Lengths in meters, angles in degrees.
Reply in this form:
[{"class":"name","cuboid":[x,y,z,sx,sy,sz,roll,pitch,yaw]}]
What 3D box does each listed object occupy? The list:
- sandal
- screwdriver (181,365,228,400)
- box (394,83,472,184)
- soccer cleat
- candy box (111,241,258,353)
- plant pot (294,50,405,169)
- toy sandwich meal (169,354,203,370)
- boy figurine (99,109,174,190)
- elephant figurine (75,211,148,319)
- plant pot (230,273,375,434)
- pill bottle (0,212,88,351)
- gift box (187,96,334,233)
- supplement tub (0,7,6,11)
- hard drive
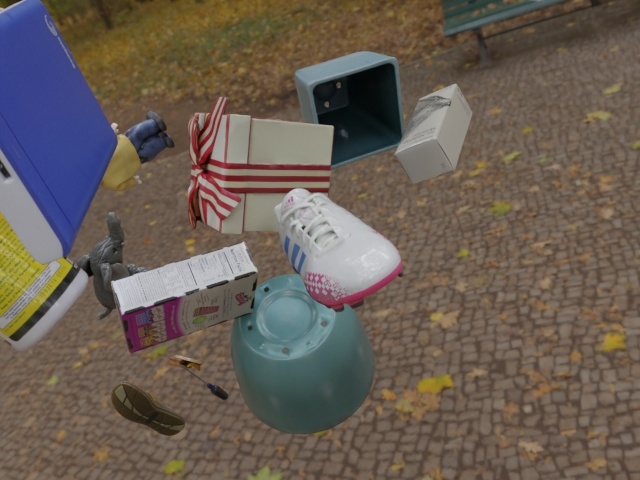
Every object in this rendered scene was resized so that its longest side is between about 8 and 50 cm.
[{"class":"sandal","cuboid":[-0.354,0.340,1.384,0.072,0.180,0.049,-42,31,11]},{"class":"screwdriver","cuboid":[-0.277,0.336,1.609,0.024,0.170,0.025,-42,35,0]},{"class":"box","cuboid":[0.267,-0.250,1.567,0.113,0.094,0.275,-19,27,32]},{"class":"soccer cleat","cuboid":[0.000,0.000,0.906,0.116,0.143,0.331,-33,12,-10]},{"class":"candy box","cuboid":[-0.231,0.099,1.169,0.234,0.159,0.071,-16,62,-20]},{"class":"plant pot","cuboid":[0.056,-0.375,1.827,0.248,0.247,0.252,-20,33,-13]},{"class":"toy sandwich meal","cuboid":[-0.339,0.310,1.705,0.086,0.086,0.029,3,73,43]},{"class":"boy figurine","cuboid":[-0.493,-0.192,1.639,0.285,0.177,0.092,-39,49,-18]},{"class":"elephant figurine","cuboid":[-0.600,0.073,1.899,0.170,0.239,0.186,-16,52,6]},{"class":"plant pot","cuboid":[-0.045,0.202,1.341,0.293,0.235,0.292,-4,54,6]},{"class":"pill bottle","cuboid":[-0.606,0.031,1.215,0.188,0.334,0.188,-40,20,18]},{"class":"gift box","cuboid":[-0.132,-0.146,1.350,0.258,0.255,0.276,0,6,-25]},{"class":"supplement tub","cuboid":[-0.621,-0.370,1.336,0.144,0.144,0.200,-36,61,-27]},{"class":"hard drive","cuboid":[-0.308,-0.138,0.737,0.040,0.210,0.318,-21,28,4]}]
